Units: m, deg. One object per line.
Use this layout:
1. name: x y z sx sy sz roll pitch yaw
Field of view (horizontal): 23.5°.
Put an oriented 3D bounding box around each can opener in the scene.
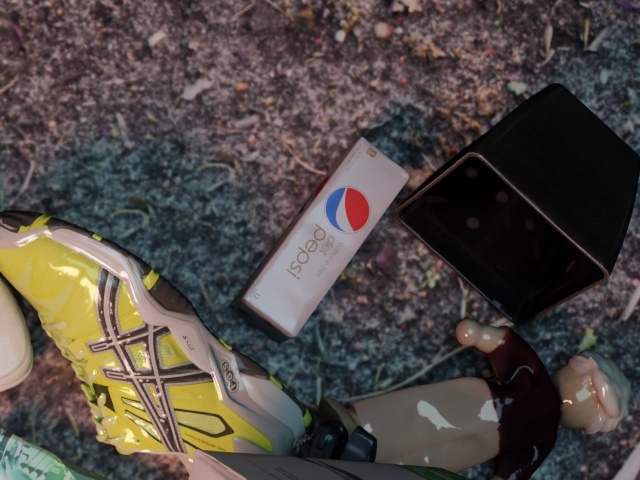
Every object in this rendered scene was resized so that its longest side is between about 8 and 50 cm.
1. can opener: -0.008 0.251 1.505 0.073 0.186 0.059 36 30 23

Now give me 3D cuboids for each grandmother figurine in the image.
1. grandmother figurine: 0.171 0.180 1.601 0.342 0.104 0.208 -9 111 -20

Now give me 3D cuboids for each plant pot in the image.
1. plant pot: 0.224 -0.052 1.613 0.187 0.188 0.167 41 61 -5

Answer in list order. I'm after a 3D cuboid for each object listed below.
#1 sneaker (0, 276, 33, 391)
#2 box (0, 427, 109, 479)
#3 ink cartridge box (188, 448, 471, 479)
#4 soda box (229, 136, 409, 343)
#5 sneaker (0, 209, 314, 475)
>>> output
1. sneaker: -0.367 0.015 1.465 0.110 0.118 0.292 -31 91 -20
2. box: -0.224 0.352 1.477 0.322 0.058 0.232 28 75 -11
3. ink cartridge box: 0.009 0.310 1.395 0.289 0.121 0.211 11 95 -34
4. soda box: 0.000 0.000 1.590 0.069 0.074 0.216 37 73 -7
5. sneaker: -0.179 0.118 1.467 0.384 0.145 0.147 41 75 -13
